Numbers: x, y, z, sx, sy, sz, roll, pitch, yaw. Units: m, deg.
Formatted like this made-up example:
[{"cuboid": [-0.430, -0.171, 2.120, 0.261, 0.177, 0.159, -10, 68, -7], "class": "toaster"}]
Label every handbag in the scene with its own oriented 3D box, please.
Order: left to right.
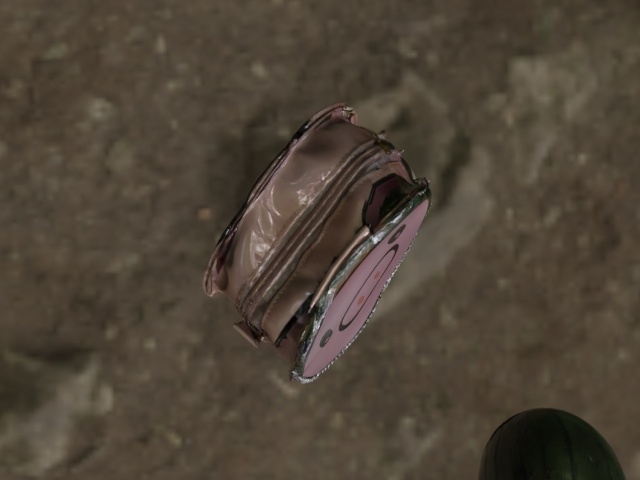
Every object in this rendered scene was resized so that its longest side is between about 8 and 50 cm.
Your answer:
[{"cuboid": [0.001, 0.001, 1.387, 0.205, 0.116, 0.179, -54, 167, 1], "class": "handbag"}]

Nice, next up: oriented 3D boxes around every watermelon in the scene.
[{"cuboid": [0.116, 0.136, 0.839, 0.078, 0.078, 0.110, 16, 57, -62], "class": "watermelon"}]
